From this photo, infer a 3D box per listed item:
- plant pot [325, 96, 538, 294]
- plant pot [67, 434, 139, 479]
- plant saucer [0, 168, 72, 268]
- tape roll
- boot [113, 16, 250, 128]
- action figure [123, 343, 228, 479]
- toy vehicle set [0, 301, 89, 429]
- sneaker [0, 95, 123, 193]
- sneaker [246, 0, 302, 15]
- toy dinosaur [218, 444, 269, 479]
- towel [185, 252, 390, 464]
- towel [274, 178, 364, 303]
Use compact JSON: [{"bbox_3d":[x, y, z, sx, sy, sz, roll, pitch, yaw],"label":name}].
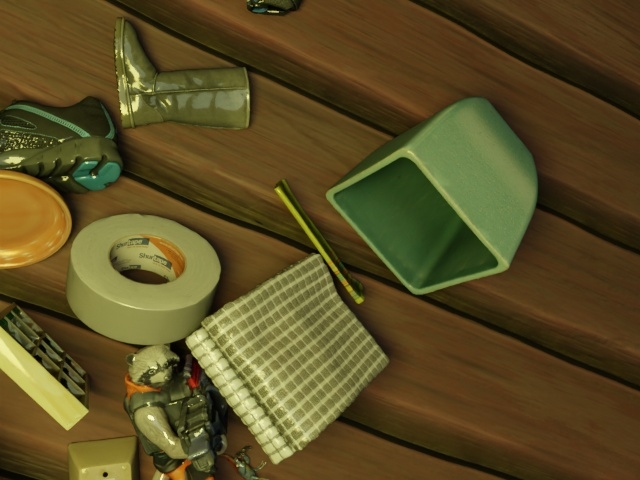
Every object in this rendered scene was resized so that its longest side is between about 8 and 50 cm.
[{"bbox_3d":[0.213,-0.098,1.278,0.247,0.248,0.252,47,59,-11],"label":"plant pot"},{"bbox_3d":[-0.330,0.370,1.170,0.109,0.096,0.109,-3,90,-17],"label":"plant pot"},{"bbox_3d":[-0.468,-0.035,1.110,0.200,0.200,0.037,-4,49,-17],"label":"plant saucer"},{"bbox_3d":[-0.263,0.053,1.136,0.219,0.219,0.072,8,127,-17],"label":"tape roll"},{"bbox_3d":[-0.221,-0.267,1.227,0.209,0.076,0.189,-6,105,-10],"label":"boot"},{"bbox_3d":[-0.212,0.307,1.098,0.179,0.341,0.330,-13,94,-4],"label":"action figure"},{"bbox_3d":[-0.395,0.166,1.066,0.035,0.267,0.166,-45,102,-12],"label":"toy vehicle set"},{"bbox_3d":[-0.475,-0.131,1.144,0.341,0.125,0.139,-7,64,-14],"label":"sneaker"},{"bbox_3d":[-0.122,-0.449,1.258,0.217,0.079,0.121,22,81,-17],"label":"sneaker"},{"bbox_3d":[-0.120,0.387,1.274,0.090,0.047,0.082,-6,102,17],"label":"toy dinosaur"},{"bbox_3d":[-0.035,0.163,1.158,0.235,0.121,0.284,50,36,5],"label":"towel"},{"bbox_3d":[0.000,0.000,1.274,0.021,0.102,0.237,-36,99,3],"label":"towel"}]
